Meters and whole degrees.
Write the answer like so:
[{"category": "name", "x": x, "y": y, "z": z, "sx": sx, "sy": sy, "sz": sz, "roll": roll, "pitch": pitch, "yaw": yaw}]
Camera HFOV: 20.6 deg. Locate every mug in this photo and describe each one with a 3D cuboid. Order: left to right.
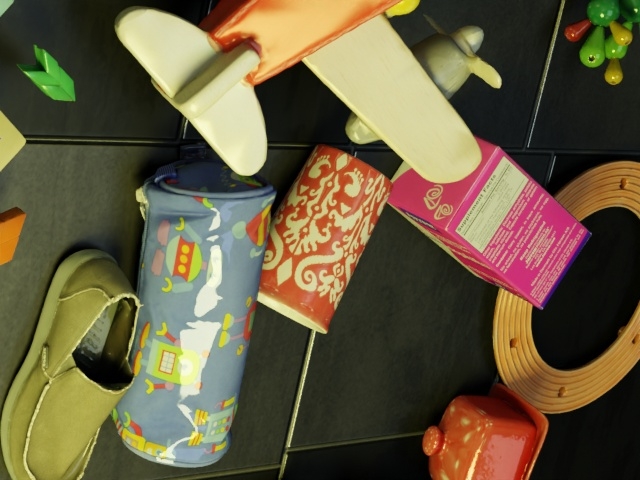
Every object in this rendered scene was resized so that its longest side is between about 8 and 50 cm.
[{"category": "mug", "x": -0.008, "y": -0.005, "z": 1.826, "sx": 0.113, "sy": 0.150, "sz": 0.169, "roll": 29, "pitch": 84, "yaw": -9}]

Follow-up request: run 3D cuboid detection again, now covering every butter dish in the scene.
[{"category": "butter dish", "x": 0.176, "y": 0.249, "z": 2.083, "sx": 0.118, "sy": 0.160, "sz": 0.160, "roll": 18, "pitch": 97, "yaw": -21}]

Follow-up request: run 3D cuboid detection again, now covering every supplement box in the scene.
[{"category": "supplement box", "x": 0.187, "y": -0.029, "z": 1.963, "sx": 0.220, "sy": 0.111, "sz": 0.114, "roll": 39, "pitch": 83, "yaw": -44}]

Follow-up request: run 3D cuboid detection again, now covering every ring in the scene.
[{"category": "ring", "x": 0.331, "y": 0.057, "z": 2.193, "sx": 0.336, "sy": 0.032, "sz": 0.337, "roll": -18, "pitch": 120, "yaw": -35}]

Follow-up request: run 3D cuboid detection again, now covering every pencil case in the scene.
[{"category": "pencil case", "x": -0.129, "y": 0.066, "z": 1.718, "sx": 0.133, "sy": 0.119, "sz": 0.306, "roll": 10, "pitch": 108, "yaw": -1}]

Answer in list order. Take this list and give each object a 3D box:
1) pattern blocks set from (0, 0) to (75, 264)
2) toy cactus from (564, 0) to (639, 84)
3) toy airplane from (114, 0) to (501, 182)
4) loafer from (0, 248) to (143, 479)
[{"category": "pattern blocks set", "x": -0.348, "y": -0.063, "z": 1.465, "sx": 0.325, "sy": 0.026, "sz": 0.285, "roll": -43, "pitch": 136, "yaw": -17}, {"category": "toy cactus", "x": 0.348, "y": -0.291, "z": 2.010, "sx": 0.219, "sy": 0.112, "sz": 0.180, "roll": -37, "pitch": 112, "yaw": -20}, {"category": "toy airplane", "x": -0.004, "y": -0.248, "z": 1.617, "sx": 0.384, "sy": 0.272, "sz": 0.386, "roll": 6, "pitch": 120, "yaw": -4}, {"category": "loafer", "x": -0.234, "y": 0.137, "z": 1.679, "sx": 0.094, "sy": 0.087, "sz": 0.251, "roll": 2, "pitch": 108, "yaw": -43}]
